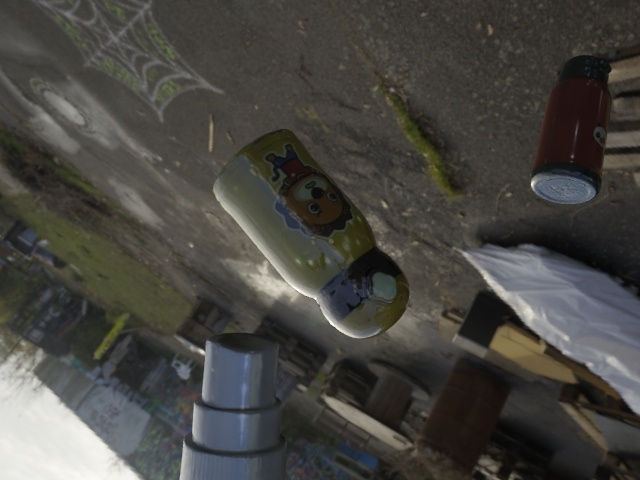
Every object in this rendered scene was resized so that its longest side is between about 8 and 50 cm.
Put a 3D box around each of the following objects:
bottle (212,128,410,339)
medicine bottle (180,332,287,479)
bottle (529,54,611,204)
[{"bbox_3d":[0.000,0.000,0.928,0.351,0.172,0.171,48,162,9],"label":"bottle"},{"bbox_3d":[-0.062,0.236,0.367,0.110,0.351,0.110,4,-179,0],"label":"medicine bottle"},{"bbox_3d":[0.568,-0.255,1.288,0.144,0.335,0.144,17,161,6],"label":"bottle"}]
